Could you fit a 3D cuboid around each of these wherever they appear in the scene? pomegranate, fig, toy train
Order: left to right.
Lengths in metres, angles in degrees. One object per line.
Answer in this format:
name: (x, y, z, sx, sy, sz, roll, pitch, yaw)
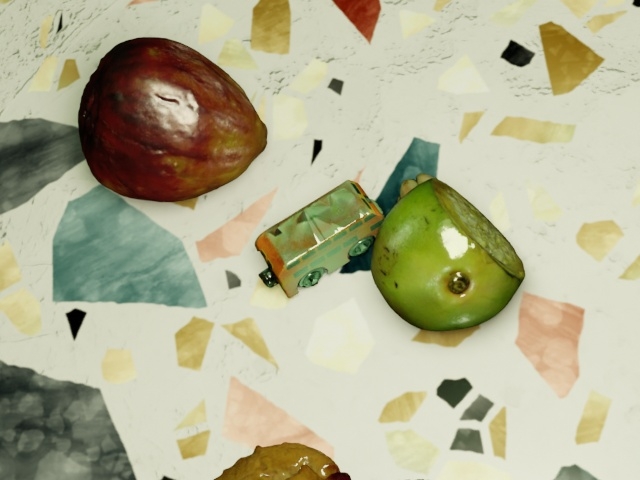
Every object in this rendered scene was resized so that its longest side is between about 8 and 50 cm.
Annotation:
fig: (-0.210, -0.164, 2.061, 0.263, 0.224, 0.224, 15, 69, 15)
toy train: (0.000, 0.000, 2.009, 0.188, 0.099, 0.072, -32, 65, -6)
pomegranate: (0.137, 0.013, 1.935, 0.159, 0.190, 0.241, -42, 64, 17)

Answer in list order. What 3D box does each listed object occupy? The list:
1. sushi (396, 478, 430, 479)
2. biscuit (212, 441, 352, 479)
sushi: (0.100, 0.393, 1.796, 0.136, 0.126, 0.225, 12, 70, 15)
biscuit: (-0.073, 0.378, 1.793, 0.296, 0.075, 0.295, -20, 56, 33)
